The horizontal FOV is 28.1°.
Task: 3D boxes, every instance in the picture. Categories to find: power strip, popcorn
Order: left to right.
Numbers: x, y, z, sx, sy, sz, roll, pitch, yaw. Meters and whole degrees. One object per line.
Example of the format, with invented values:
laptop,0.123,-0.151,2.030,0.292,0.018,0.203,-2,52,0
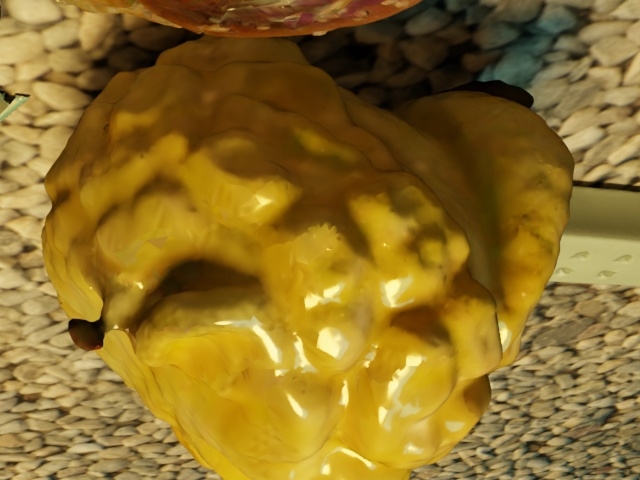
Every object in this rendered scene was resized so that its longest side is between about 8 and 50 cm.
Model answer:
popcorn,0.000,0.000,0.884,0.382,0.349,0.349,-41,162,-26
power strip,0.287,0.000,1.175,0.385,0.062,0.091,4,151,-21

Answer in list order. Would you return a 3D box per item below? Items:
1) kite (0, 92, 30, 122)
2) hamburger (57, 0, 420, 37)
kite,-0.408,-0.064,0.911,0.406,0.014,0.368,-6,151,-7
hamburger,-0.023,-0.203,0.630,0.286,0.146,0.243,-12,155,26
